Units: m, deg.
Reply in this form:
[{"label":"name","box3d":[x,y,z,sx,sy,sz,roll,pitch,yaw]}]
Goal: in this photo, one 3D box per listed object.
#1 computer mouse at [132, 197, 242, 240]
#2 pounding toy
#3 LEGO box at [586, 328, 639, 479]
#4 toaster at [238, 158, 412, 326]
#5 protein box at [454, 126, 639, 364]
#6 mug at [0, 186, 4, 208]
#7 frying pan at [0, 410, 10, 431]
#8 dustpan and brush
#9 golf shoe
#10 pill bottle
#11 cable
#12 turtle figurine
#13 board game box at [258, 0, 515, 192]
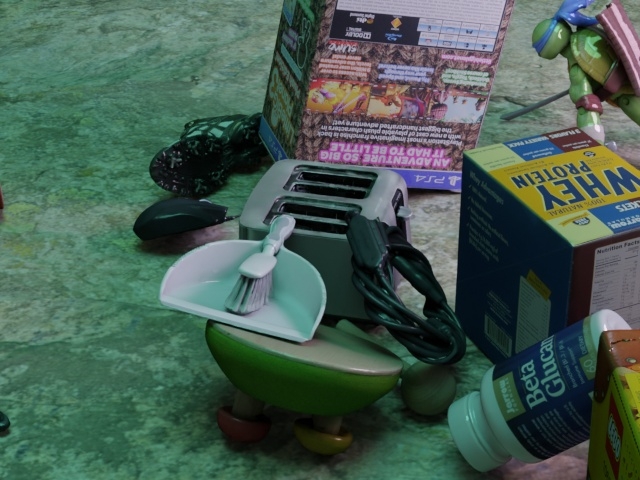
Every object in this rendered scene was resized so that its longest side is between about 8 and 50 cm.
[{"label":"computer mouse","box3d":[-0.100,-0.042,1.626,0.242,0.041,0.071,-12,0,-21]},{"label":"pounding toy","box3d":[-0.007,0.143,1.303,0.237,0.110,0.183,8,9,-46]},{"label":"LEGO box","box3d":[0.404,0.259,0.940,0.372,0.193,0.500,-1,25,0]},{"label":"toaster","box3d":[0.000,0.000,1.509,0.185,0.110,0.168,7,31,14]},{"label":"protein box","box3d":[0.237,0.030,1.363,0.136,0.201,0.200,-13,33,-21]},{"label":"mug","box3d":[-0.469,-0.063,1.660,0.169,0.150,0.113,-16,70,-17]},{"label":"frying pan","box3d":[-0.458,0.123,1.376,0.197,0.053,0.326,-20,33,-28]},{"label":"dustpan and brush","box3d":[-0.055,0.023,1.333,0.147,0.060,0.211,15,15,6]},{"label":"golf shoe","box3d":[-0.148,-0.107,1.743,0.094,0.077,0.198,12,24,40]},{"label":"pill bottle","box3d":[0.198,0.137,1.226,0.169,0.094,0.094,-32,20,25]},{"label":"cable","box3d":[0.084,0.056,1.350,0.047,0.150,0.184,-37,46,14]},{"label":"turtle figurine","box3d":[0.362,-0.152,1.772,0.266,0.275,0.198,24,10,3]},{"label":"board game box","box3d":[0.076,-0.220,1.665,0.232,0.291,0.141,3,28,-20]}]
